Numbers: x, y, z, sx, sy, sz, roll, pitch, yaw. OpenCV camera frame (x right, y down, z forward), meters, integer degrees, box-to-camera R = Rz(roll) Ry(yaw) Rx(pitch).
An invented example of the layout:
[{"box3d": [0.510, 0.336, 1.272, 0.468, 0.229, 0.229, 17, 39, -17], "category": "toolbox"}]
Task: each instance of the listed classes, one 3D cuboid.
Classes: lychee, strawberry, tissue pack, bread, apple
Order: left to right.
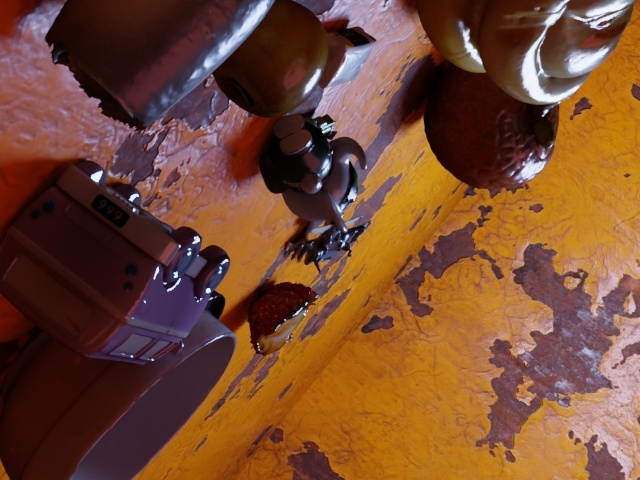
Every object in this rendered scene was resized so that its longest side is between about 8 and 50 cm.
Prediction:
[{"box3d": [-0.044, -0.169, 0.894, 0.102, 0.099, 0.114, -50, 165, -16], "category": "apple"}, {"box3d": [-0.080, 0.131, 1.676, 0.192, 0.085, 0.140, -41, 166, -36], "category": "strawberry"}, {"box3d": [0.023, -0.216, 1.126, 0.083, 0.042, 0.062, -32, 160, -56], "category": "tissue pack"}, {"box3d": [0.311, -0.217, 1.675, 0.255, 0.300, 0.255, -5, 96, -50], "category": "lychee"}, {"box3d": [0.301, -0.359, 1.225, 0.329, 0.245, 0.424, -47, 163, -20], "category": "bread"}]

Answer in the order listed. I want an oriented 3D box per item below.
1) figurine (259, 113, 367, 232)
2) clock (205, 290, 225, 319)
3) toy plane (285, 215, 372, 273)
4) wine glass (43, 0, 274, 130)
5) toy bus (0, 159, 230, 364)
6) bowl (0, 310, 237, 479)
[{"box3d": [-0.007, -0.085, 1.224, 0.126, 0.147, 0.192, -31, 146, -4], "category": "figurine"}, {"box3d": [-0.208, 0.134, 1.330, 0.184, 0.040, 0.184, -47, 168, -13], "category": "clock"}, {"box3d": [0.007, 0.011, 1.653, 0.160, 0.082, 0.234, -16, 153, -21], "category": "toy plane"}, {"box3d": [-0.092, -0.177, 0.658, 0.204, 0.111, 0.111, -51, 168, -10], "category": "wine glass"}, {"box3d": [-0.184, 0.028, 0.875, 0.142, 0.142, 0.202, -56, 167, -3], "category": "toy bus"}, {"box3d": [-0.240, 0.165, 1.052, 0.287, 0.144, 0.287, -48, 169, -12], "category": "bowl"}]
